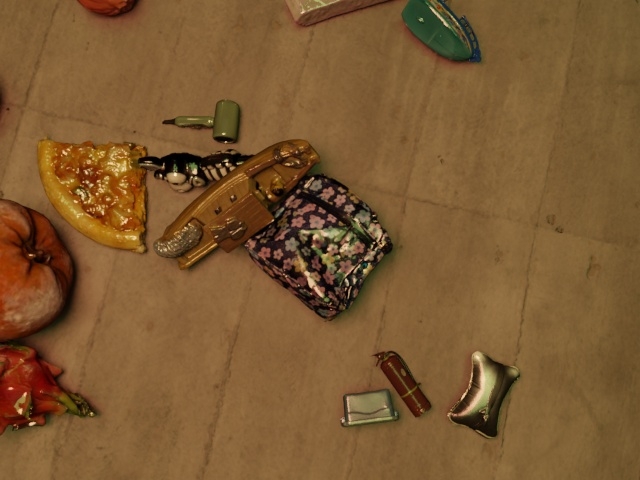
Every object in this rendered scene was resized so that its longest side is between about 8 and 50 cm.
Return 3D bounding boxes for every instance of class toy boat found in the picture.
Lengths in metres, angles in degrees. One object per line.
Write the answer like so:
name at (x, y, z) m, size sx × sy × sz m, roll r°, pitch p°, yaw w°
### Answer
toy boat at (0.247, -0.406, 1.036) m, size 0.175 × 0.091 × 0.110 m, roll 46°, pitch 57°, yaw 2°
toy boat at (-0.139, -0.059, 0.925) m, size 0.321 × 0.121 × 0.089 m, roll -35°, pitch 125°, yaw 9°

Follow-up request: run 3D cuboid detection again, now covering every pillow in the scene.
pillow at (0.284, 0.269, 0.954) m, size 0.091 × 0.055 × 0.136 m, roll 20°, pitch 80°, yaw 21°

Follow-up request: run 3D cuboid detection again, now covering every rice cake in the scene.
rice cake at (0.109, -0.493, 1.051) m, size 0.364 × 0.056 × 0.073 m, roll -17°, pitch 77°, yaw -2°

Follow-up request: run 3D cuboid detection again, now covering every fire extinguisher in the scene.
fire extinguisher at (0.143, 0.245, 0.962) m, size 0.056 × 0.039 × 0.132 m, roll -30°, pitch 82°, yaw -37°

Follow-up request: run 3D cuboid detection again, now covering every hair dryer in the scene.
hair dryer at (-0.226, -0.222, 1.027) m, size 0.149 × 0.047 × 0.071 m, roll 2°, pitch 80°, yaw 11°

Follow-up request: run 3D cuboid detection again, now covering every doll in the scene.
doll at (-0.213, -0.128, 0.984) m, size 0.219 × 0.091 × 0.067 m, roll -2°, pitch 80°, yaw 1°

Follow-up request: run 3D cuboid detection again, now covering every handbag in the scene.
handbag at (0.000, 0.000, 0.948) m, size 0.228 × 0.127 × 0.208 m, roll 36°, pitch 73°, yaw 19°

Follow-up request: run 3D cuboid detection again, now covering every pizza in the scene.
pizza at (-0.393, -0.106, 0.995) m, size 0.197 × 0.058 × 0.292 m, roll -40°, pitch 84°, yaw -6°

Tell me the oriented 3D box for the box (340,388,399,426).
box at (0.082, 0.289, 0.943) m, size 0.099 × 0.074 × 0.054 m, roll -7°, pitch 69°, yaw -1°

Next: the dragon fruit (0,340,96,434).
dragon fruit at (-0.492, 0.255, 0.908) m, size 0.235 × 0.137 × 0.135 m, roll 31°, pitch 109°, yaw -4°

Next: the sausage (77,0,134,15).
sausage at (-0.426, -0.534, 1.016) m, size 0.148 × 0.148 × 0.255 m, roll -30°, pitch 86°, yaw -4°

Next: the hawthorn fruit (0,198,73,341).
hawthorn fruit at (-0.542, 0.046, 0.889) m, size 0.262 × 0.231 × 0.235 m, roll 9°, pitch 56°, yaw 0°
